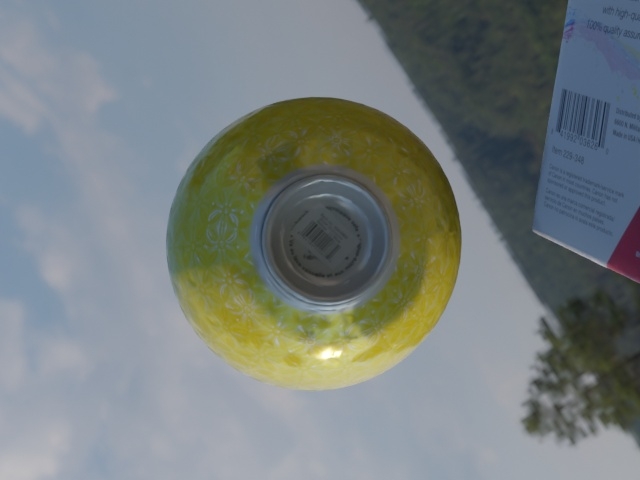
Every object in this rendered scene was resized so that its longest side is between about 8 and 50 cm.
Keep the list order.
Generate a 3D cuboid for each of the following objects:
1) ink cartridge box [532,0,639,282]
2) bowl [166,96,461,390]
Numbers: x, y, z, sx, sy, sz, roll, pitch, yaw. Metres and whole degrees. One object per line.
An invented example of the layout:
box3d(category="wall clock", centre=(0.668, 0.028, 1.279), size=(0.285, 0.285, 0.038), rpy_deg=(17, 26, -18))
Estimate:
box3d(category="ink cartridge box", centre=(0.267, -0.123, 0.949), size=(0.131, 0.306, 0.226), rpy_deg=(3, -165, -22))
box3d(category="bowl", centre=(0.000, 0.000, 1.323), size=(0.289, 0.289, 0.156), rpy_deg=(56, 175, -1))
